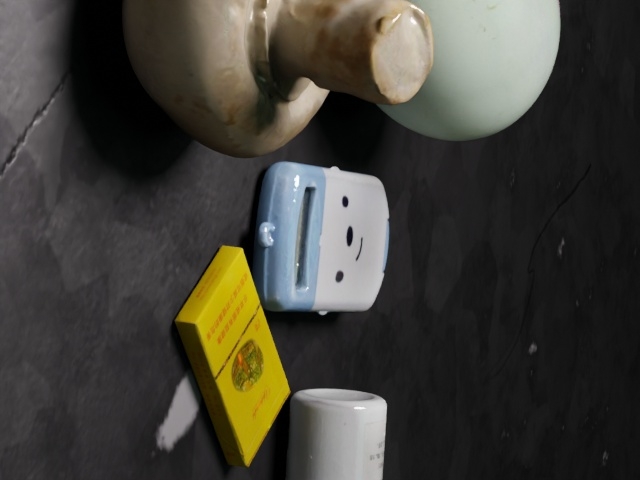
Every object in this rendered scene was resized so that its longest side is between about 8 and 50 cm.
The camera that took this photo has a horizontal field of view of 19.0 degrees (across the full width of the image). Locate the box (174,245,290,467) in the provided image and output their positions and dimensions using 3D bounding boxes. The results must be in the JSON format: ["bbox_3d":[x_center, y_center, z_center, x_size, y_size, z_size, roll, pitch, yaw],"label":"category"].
[{"bbox_3d":[-0.065,0.090,1.460,0.087,0.023,0.155,-63,147,-43],"label":"box"}]

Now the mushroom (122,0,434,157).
[{"bbox_3d":[-0.035,-0.162,1.290,0.206,0.209,0.206,15,67,-40],"label":"mushroom"}]

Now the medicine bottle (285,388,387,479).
[{"bbox_3d":[0.011,0.190,1.569,0.080,0.080,0.130,-4,100,-64],"label":"medicine bottle"}]

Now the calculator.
[{"bbox_3d":[0.000,0.000,1.558,0.210,0.039,0.121,7,87,-64],"label":"calculator"}]

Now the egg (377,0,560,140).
[{"bbox_3d":[0.097,-0.203,1.555,0.183,0.183,0.264,-57,135,-44],"label":"egg"}]
